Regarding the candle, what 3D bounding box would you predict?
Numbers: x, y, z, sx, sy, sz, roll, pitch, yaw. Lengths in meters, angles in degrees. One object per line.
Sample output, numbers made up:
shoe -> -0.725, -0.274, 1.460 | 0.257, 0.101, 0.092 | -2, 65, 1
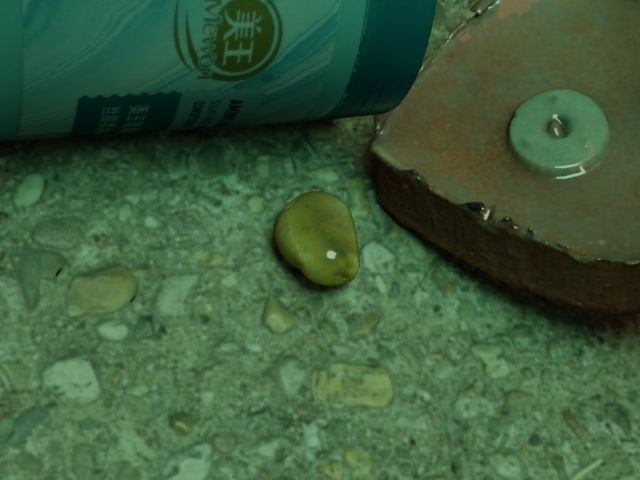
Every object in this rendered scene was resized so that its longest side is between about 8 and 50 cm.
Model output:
candle -> 0.187, -0.069, 1.232 | 0.287, 0.131, 0.317 | -12, 54, -3

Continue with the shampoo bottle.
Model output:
shampoo bottle -> -0.124, -0.249, 1.126 | 0.343, 0.331, 0.331 | -6, 67, -17

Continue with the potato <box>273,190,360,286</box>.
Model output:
potato -> 0.000, 0.000, 1.197 | 0.068, 0.062, 0.083 | -32, 45, 1
